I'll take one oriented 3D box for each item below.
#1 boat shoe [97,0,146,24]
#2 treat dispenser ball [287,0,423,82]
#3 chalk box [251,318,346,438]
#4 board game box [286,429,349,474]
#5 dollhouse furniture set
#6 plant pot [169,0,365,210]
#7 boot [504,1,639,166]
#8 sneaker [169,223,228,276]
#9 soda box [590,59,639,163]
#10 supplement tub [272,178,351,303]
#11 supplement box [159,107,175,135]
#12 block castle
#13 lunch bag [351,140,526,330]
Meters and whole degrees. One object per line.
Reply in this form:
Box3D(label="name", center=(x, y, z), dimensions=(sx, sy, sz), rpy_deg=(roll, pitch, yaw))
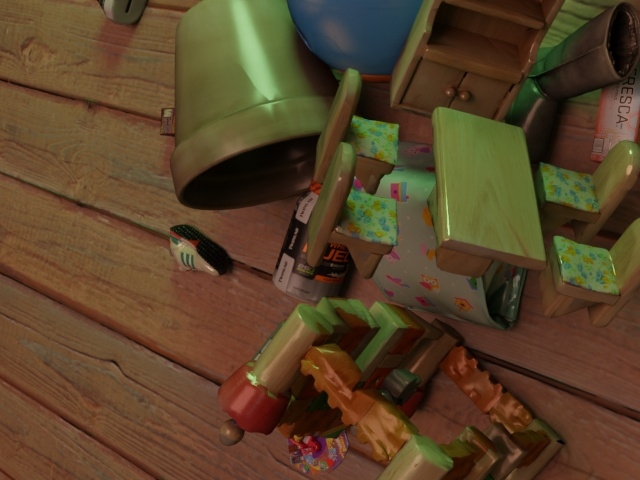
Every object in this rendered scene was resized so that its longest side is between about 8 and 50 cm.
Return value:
Box3D(label="boat shoe", center=(-0.384, -0.607, 1.776), dimensions=(0.119, 0.121, 0.335), rpy_deg=(40, 115, 27))
Box3D(label="treat dispenser ball", center=(0.092, -0.377, 1.288), dimensions=(0.288, 0.288, 0.288), rpy_deg=(-1, 88, 38))
Box3D(label="chalk box", center=(-0.026, 0.220, 1.396), dimensions=(0.132, 0.213, 0.132), rpy_deg=(45, 102, 31))
Box3D(label="board game box", center=(-0.024, 0.321, 1.519), dimensions=(0.133, 0.033, 0.168), rpy_deg=(-26, 74, 35))
Box3D(label="dollhouse furniture set", center=(0.199, -0.150, 1.025), dimensions=(0.256, 0.362, 0.394), rpy_deg=(112, 167, -45))
Box3D(label="plant pot", center=(-0.105, -0.232, 1.411), dimensions=(0.323, 0.323, 0.280), rpy_deg=(-24, 75, 35))
Box3D(label="boot", center=(0.337, -0.200, 1.177), dimensions=(0.208, 0.076, 0.189), rpy_deg=(-2, 88, 62))
Box3D(label="sneaker", center=(-0.235, 0.036, 1.690), dimensions=(0.161, 0.057, 0.075), rpy_deg=(36, 127, 32))
Box3D(label="soda box", center=(0.411, -0.189, 1.173), dimensions=(0.058, 0.063, 0.183), rpy_deg=(12, 97, 37))
Box3D(label="supplement tub", center=(0.000, 0.000, 1.458), dimensions=(0.117, 0.117, 0.190), rpy_deg=(27, 106, 36))
Box3D(label="supplement box", center=(-0.271, -0.231, 1.725), dimensions=(0.083, 0.043, 0.055), rpy_deg=(4, 92, 37))
Box3D(label="block castle", center=(0.094, 0.256, 1.167), dimensions=(0.303, 0.453, 0.213), rpy_deg=(46, 109, 29))
Box3D(label="lunch bag", center=(0.178, 0.001, 1.288), dimensions=(0.223, 0.160, 0.262), rpy_deg=(11, 127, 38))
